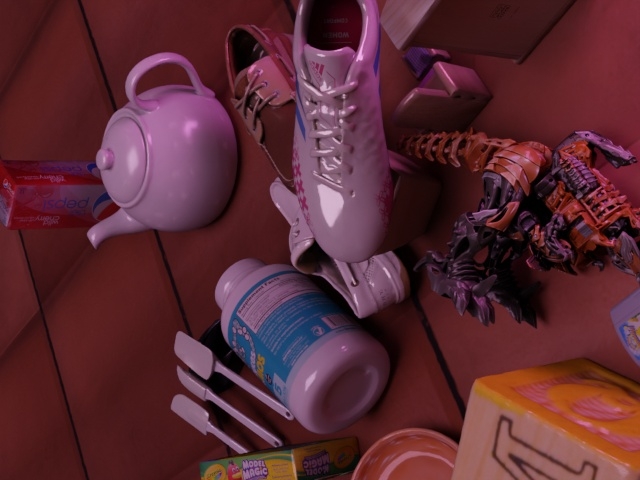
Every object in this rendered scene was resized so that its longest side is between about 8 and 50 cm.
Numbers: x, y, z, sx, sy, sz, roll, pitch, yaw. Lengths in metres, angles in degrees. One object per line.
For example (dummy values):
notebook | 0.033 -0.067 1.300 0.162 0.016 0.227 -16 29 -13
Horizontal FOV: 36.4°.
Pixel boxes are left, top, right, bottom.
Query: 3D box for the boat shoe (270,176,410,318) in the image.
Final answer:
boat shoe | 0.000 0.000 1.277 0.277 0.096 0.098 43 155 40

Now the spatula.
spatula | -0.140 0.254 1.481 0.242 0.019 0.168 29 122 30

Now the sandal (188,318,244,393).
sandal | -0.149 0.159 1.513 0.254 0.054 0.097 -48 57 39

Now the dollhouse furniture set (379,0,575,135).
dollhouse furniture set | 0.099 -0.324 1.086 0.286 0.198 0.303 -51 55 38

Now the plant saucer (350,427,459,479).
plant saucer | 0.122 0.330 1.184 0.200 0.037 0.200 -10 72 35

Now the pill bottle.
pill bottle | -0.037 0.128 1.312 0.264 0.146 0.146 41 122 41

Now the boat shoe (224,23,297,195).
boat shoe | -0.064 -0.176 1.269 0.123 0.116 0.324 -52 36 25

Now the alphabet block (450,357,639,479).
alphabet block | 0.253 0.248 0.946 0.193 0.192 0.197 25 112 44

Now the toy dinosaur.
toy dinosaur | 0.217 -0.028 1.032 0.322 0.164 0.218 43 111 53

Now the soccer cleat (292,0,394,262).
soccer cleat | 0.013 -0.139 1.069 0.116 0.143 0.331 -4 89 11

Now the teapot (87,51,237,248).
teapot | -0.262 -0.133 1.529 0.252 0.187 0.256 -16 79 48

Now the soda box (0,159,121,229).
soda box | -0.416 -0.079 1.651 0.083 0.263 0.092 45 124 37

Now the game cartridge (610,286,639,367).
game cartridge | 0.329 0.093 0.980 0.056 0.017 0.083 -52 55 42

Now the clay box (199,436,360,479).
clay box | -0.046 0.308 1.332 0.222 0.127 0.053 -20 76 40

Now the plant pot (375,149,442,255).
plant pot | 0.084 -0.054 1.196 0.109 0.096 0.109 40 121 41
